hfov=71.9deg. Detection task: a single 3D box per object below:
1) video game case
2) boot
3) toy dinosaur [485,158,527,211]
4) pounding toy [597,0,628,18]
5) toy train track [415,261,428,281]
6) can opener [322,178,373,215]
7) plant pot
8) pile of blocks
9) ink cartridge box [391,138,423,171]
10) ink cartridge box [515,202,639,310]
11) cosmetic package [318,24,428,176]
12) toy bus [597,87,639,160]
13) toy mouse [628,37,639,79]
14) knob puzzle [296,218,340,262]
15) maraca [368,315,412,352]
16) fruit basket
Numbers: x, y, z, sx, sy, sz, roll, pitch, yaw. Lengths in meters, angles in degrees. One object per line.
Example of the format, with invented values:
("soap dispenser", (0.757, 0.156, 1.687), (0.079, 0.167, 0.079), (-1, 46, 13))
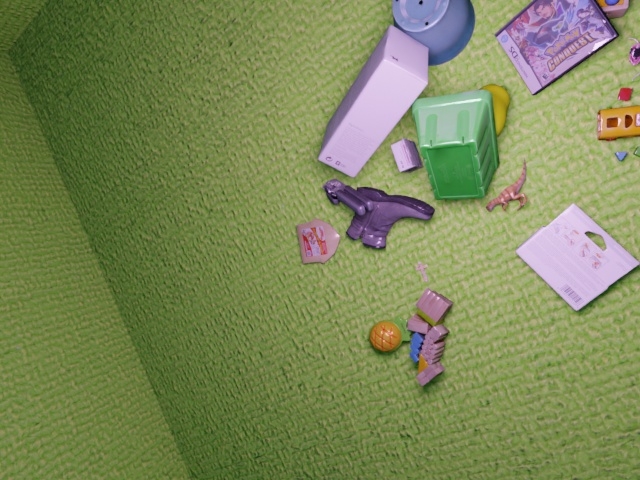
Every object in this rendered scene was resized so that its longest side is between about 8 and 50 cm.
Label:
("video game case", (0.728, -0.645, 1.386), (0.274, 0.035, 0.249), (-36, 80, 48))
("boot", (0.267, -0.069, 1.708), (0.337, 0.118, 0.223), (21, 108, 35))
("toy dinosaur", (0.663, -0.168, 1.519), (0.112, 0.064, 0.212), (47, 113, 15))
("pounding toy", (0.830, -0.710, 1.350), (0.180, 0.094, 0.206), (4, 98, 25))
("toy train track", (0.398, 0.123, 1.713), (0.048, 0.014, 0.084), (-23, 87, 27))
("can opener", (0.105, -0.163, 1.733), (0.283, 0.075, 0.095), (42, 156, 46))
("plant pot", (0.364, -0.758, 1.481), (0.271, 0.255, 0.272), (4, 98, 25))
("pile of blocks", (0.420, 0.364, 1.690), (0.148, 0.112, 0.363), (11, 95, 38))
("ink cartridge box", (0.312, -0.307, 1.606), (0.060, 0.180, 0.104), (-20, 87, 26))
("ink cartridge box", (0.841, 0.053, 1.464), (0.275, 0.060, 0.239), (48, 113, 13))
("cosmetic package", (0.173, -0.461, 1.521), (0.161, 0.230, 0.453), (24, 140, -14))
("toy bus", (0.947, -0.359, 1.333), (0.191, 0.104, 0.202), (45, 113, 14))
("toy mouse", (0.987, -0.546, 1.330), (0.160, 0.031, 0.143), (34, 109, 19))
("knob puzzle", (0.000, 0.000, 1.882), (0.212, 0.030, 0.214), (3, 98, 26))
("maraca", (0.277, 0.374, 1.757), (0.185, 0.099, 0.127), (-30, 80, 24))
("fruit basket", (0.476, -0.366, 1.469), (0.282, 0.392, 0.393), (0, 97, 26))
